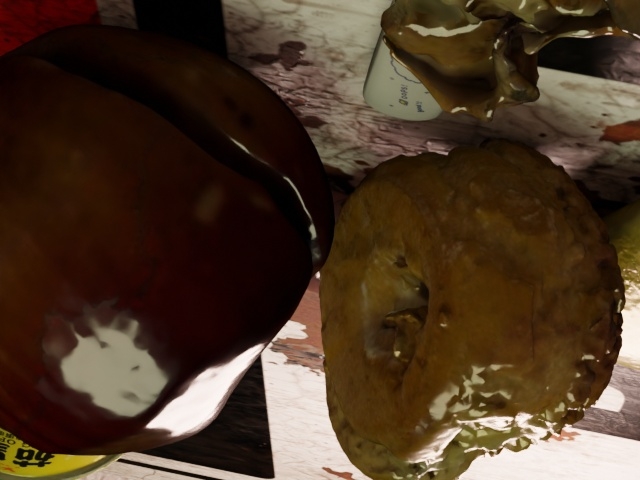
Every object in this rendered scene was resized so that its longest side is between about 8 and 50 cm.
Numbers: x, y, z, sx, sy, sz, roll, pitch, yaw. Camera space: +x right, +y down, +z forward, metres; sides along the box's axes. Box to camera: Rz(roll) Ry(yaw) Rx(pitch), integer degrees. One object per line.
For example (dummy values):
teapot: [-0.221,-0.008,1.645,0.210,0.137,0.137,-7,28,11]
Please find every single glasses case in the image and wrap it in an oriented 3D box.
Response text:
glasses case: [0.083,-0.155,1.334,0.076,0.049,0.197,15,158,-3]

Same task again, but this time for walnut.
walnut: [0.121,-0.202,1.090,0.204,0.141,0.238,32,155,-17]

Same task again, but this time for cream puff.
cream puff: [0.147,0.073,1.491,0.231,0.342,0.327,2,-160,-29]

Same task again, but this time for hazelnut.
hazelnut: [-0.194,0.014,1.461,0.402,0.402,0.429,18,161,-13]

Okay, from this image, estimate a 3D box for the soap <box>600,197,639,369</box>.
soap: [0.381,0.053,1.588,0.306,0.115,0.427,14,158,-12]

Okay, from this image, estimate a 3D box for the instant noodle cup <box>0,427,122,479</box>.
instant noodle cup: [-0.323,0.098,1.857,0.326,0.325,0.254,17,149,-9]

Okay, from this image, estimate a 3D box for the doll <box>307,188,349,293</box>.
doll: [0.000,0.000,1.693,0.262,0.093,0.211,30,151,-26]
